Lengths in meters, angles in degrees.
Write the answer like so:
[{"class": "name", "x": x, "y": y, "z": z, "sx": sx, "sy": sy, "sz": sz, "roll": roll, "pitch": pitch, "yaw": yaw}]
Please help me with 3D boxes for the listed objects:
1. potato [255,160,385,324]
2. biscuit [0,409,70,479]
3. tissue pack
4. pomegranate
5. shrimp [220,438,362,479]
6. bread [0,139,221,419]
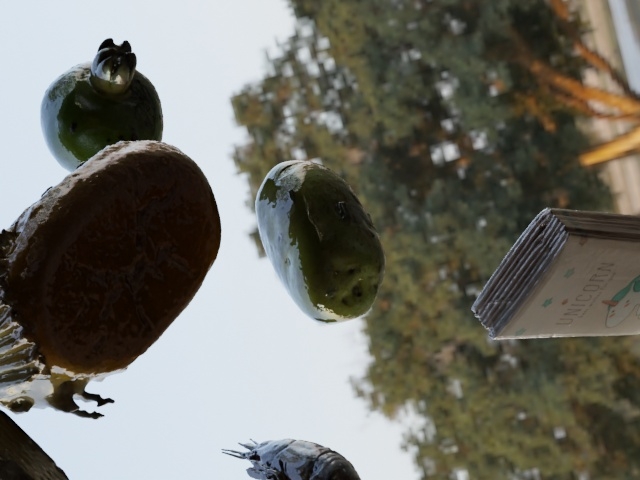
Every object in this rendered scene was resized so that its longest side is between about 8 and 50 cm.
[{"class": "potato", "x": 0.000, "y": -0.001, "z": 1.871, "sx": 0.228, "sy": 0.149, "sz": 0.197, "roll": 47, "pitch": 162, "yaw": 57}, {"class": "biscuit", "x": -0.307, "y": 0.232, "z": 1.394, "sx": 0.228, "sy": 0.031, "sz": 0.176, "roll": 47, "pitch": -178, "yaw": 18}, {"class": "tissue pack", "x": 0.342, "y": 0.043, "z": 1.712, "sx": 0.325, "sy": 0.170, "sz": 0.071, "roll": 3, "pitch": -140, "yaw": -44}, {"class": "pomegranate", "x": -0.321, "y": -0.197, "z": 2.055, "sx": 0.248, "sy": 0.202, "sz": 0.202, "roll": 115, "pitch": 158, "yaw": -43}, {"class": "shrimp", "x": -0.041, "y": 0.360, "z": 2.083, "sx": 0.343, "sy": 0.116, "sz": 0.145, "roll": 13, "pitch": 133, "yaw": 53}, {"class": "bread", "x": -0.271, "y": 0.030, "z": 1.649, "sx": 0.236, "sy": 0.183, "sz": 0.388, "roll": 52, "pitch": -137, "yaw": -19}]
